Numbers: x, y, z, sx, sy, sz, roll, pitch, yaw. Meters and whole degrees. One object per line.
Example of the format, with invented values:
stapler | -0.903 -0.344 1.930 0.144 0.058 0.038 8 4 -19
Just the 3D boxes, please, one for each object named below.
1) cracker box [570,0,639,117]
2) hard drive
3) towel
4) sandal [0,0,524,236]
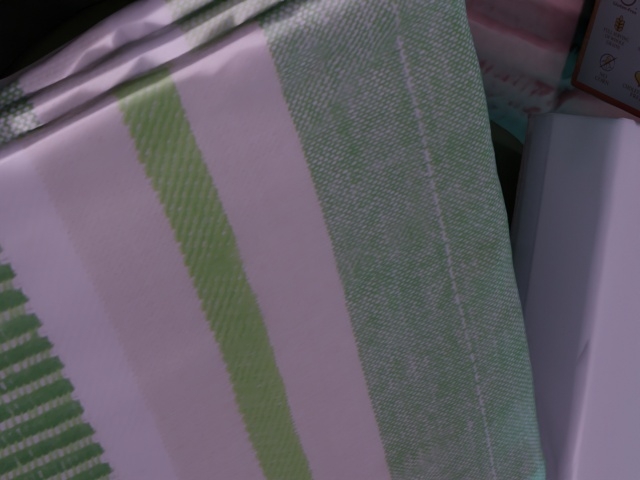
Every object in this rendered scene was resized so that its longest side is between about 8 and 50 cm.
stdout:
cracker box | 0.196 -0.164 0.634 0.156 0.067 0.232 -16 129 -47
hard drive | 0.114 0.145 0.624 0.233 0.047 0.353 13 85 -60
towel | -0.094 0.072 0.393 0.325 0.038 0.248 -29 136 -13
sandal | 0.001 -0.001 0.493 0.303 0.086 0.120 -1 117 -52
